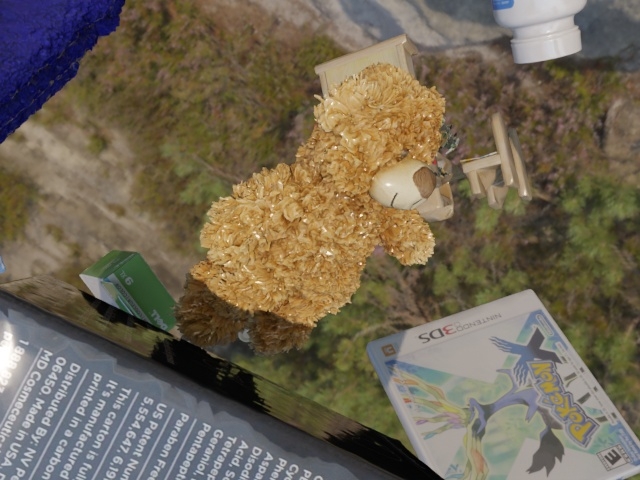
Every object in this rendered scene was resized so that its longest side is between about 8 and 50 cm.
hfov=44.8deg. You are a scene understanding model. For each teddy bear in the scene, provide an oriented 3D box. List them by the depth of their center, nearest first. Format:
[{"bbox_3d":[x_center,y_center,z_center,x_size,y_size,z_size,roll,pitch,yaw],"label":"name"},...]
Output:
[{"bbox_3d":[0.000,0.000,0.725,0.245,0.338,0.113,37,-159,-42],"label":"teddy bear"}]

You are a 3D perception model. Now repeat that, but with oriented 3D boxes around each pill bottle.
[{"bbox_3d":[0.284,-0.355,1.031,0.124,0.124,0.221,7,116,50],"label":"pill bottle"}]

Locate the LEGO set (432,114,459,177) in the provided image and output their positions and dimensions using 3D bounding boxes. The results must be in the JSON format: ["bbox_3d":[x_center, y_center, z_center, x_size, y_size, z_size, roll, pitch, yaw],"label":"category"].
[{"bbox_3d":[0.168,-0.125,1.042,0.023,0.083,0.054,-2,-157,-35],"label":"LEGO set"}]

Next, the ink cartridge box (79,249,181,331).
[{"bbox_3d":[-0.244,0.073,1.029,0.109,0.062,0.209,57,158,-16],"label":"ink cartridge box"}]

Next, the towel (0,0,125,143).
[{"bbox_3d":[-0.258,-0.111,0.292,0.308,0.228,0.076,32,143,-3],"label":"towel"}]

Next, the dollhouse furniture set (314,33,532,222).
[{"bbox_3d":[0.163,-0.179,1.462,0.362,0.256,0.394,-14,168,22],"label":"dollhouse furniture set"}]

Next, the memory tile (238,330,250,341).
[{"bbox_3d":[-0.121,0.128,1.576,0.012,0.113,0.148,-156,58,-65],"label":"memory tile"}]

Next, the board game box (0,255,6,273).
[{"bbox_3d":[-0.551,-0.021,1.075,0.211,0.039,0.160,-2,112,25],"label":"board game box"}]

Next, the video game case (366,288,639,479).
[{"bbox_3d":[0.268,0.242,1.156,0.036,0.300,0.329,90,159,-50],"label":"video game case"}]

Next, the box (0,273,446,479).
[{"bbox_3d":[-0.100,0.205,0.601,0.395,0.212,0.293,27,173,-11],"label":"box"}]

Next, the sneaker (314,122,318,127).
[{"bbox_3d":[0.048,-0.151,1.194,0.064,0.175,0.067,-9,92,39],"label":"sneaker"}]
